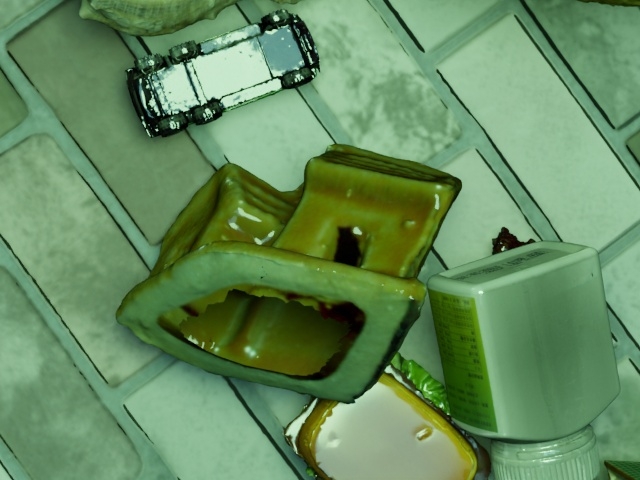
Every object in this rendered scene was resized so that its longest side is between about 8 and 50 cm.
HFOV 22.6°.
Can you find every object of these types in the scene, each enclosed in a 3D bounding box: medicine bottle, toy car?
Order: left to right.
[{"bbox_3d":[-0.084,-0.143,1.385,0.165,0.062,0.071,-21,89,-6],"label":"toy car"},{"bbox_3d":[0.172,0.107,1.313,0.132,0.088,0.188,-16,103,-27],"label":"medicine bottle"}]

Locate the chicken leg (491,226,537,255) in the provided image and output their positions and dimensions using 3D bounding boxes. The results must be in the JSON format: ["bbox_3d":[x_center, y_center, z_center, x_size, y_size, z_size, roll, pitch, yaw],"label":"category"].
[{"bbox_3d":[0.184,0.094,1.403,0.090,0.048,0.219,-13,88,-3],"label":"chicken leg"}]

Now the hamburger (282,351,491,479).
[{"bbox_3d":[0.061,0.176,1.367,0.166,0.087,0.137,44,83,-2],"label":"hamburger"}]

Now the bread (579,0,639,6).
[{"bbox_3d":[0.175,-0.309,1.295,0.377,0.251,0.208,15,110,17],"label":"bread"}]

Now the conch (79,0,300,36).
[{"bbox_3d":[-0.123,-0.269,1.350,0.291,0.159,0.210,8,73,-42],"label":"conch"}]

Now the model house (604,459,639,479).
[{"bbox_3d":[0.269,0.273,1.332,0.271,0.178,0.206,37,90,1],"label":"model house"}]

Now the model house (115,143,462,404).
[{"bbox_3d":[-0.010,-0.006,1.328,0.268,0.173,0.239,14,50,16],"label":"model house"}]
